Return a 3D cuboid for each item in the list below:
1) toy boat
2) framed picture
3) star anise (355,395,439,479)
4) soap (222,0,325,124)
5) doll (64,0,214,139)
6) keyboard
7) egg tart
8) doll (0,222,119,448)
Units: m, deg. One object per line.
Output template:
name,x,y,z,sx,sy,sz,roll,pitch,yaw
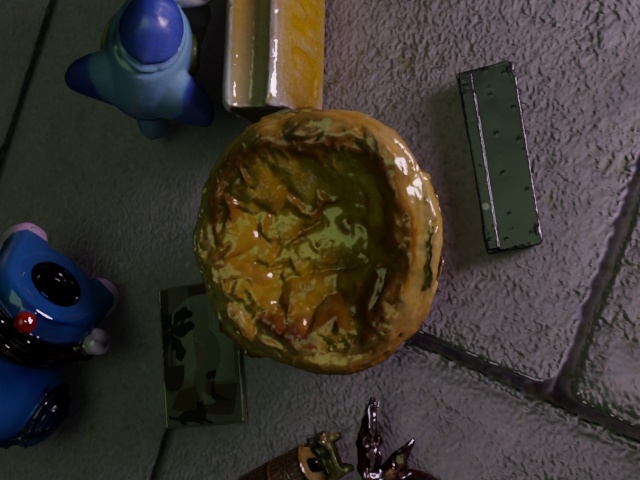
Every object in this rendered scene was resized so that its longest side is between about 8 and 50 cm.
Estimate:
toy boat,-0.060,0.312,1.196,0.226,0.088,0.068,-31,70,21
framed picture,-0.168,0.159,1.320,0.135,0.010,0.201,-10,79,29
star anise,0.086,0.313,1.126,0.157,0.053,0.213,24,80,0
soap,-0.056,-0.288,1.226,0.089,0.173,0.274,-2,83,21
doll,-0.195,-0.288,1.229,0.187,0.376,0.366,24,107,20
keyboard,0.217,-0.101,1.133,0.072,0.023,0.231,-11,78,21
egg tart,0.000,-0.004,1.157,0.341,0.129,0.342,3,100,18
doll,-0.467,0.157,1.358,0.284,0.240,0.310,45,114,-4
